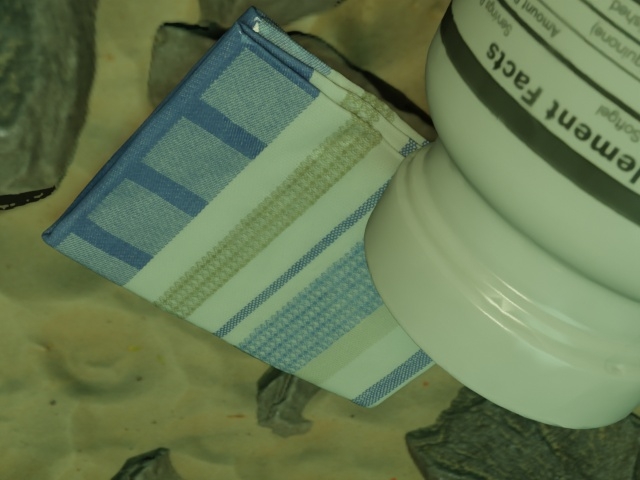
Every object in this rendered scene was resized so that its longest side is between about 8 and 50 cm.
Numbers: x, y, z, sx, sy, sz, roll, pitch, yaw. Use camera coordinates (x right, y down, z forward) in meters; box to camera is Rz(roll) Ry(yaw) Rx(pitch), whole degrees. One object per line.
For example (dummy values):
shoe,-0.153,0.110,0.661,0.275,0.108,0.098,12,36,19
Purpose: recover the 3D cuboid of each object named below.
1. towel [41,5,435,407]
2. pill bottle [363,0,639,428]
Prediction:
towel,0.000,0.000,0.599,0.285,0.034,0.209,31,121,-29
pill bottle,0.174,-0.100,0.406,0.210,0.210,0.363,16,125,-20
